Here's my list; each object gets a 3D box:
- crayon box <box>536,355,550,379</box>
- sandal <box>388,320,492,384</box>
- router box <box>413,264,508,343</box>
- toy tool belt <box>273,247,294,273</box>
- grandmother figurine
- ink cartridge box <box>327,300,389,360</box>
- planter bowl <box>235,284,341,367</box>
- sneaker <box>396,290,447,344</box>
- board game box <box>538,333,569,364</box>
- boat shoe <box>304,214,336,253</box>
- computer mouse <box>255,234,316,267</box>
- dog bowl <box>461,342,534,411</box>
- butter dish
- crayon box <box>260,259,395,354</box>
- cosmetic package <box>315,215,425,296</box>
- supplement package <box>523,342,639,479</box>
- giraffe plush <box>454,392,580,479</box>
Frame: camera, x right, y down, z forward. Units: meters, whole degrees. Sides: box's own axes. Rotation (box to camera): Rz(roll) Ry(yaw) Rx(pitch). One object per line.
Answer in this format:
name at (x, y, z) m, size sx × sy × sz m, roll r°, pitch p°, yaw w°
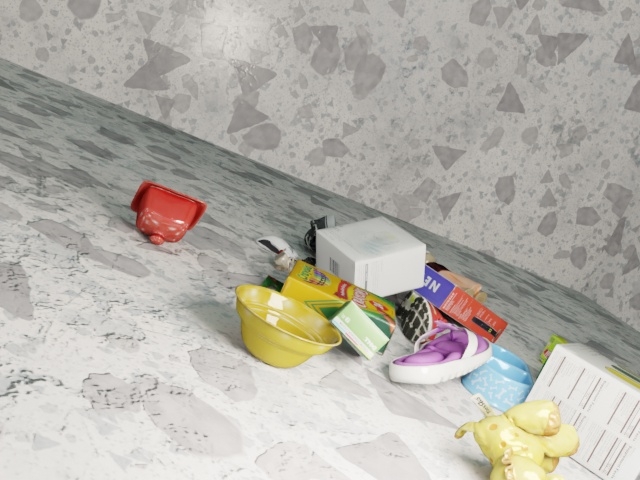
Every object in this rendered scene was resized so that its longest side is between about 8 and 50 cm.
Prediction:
crayon box at (0.743, 0.413, 2.029) m, size 0.278 × 0.081 × 0.165 m, roll 19°, pitch 12°, yaw -24°
sandal at (0.280, 0.231, 1.672) m, size 0.169 × 0.102 × 0.416 m, roll 1°, pitch 5°, yaw 25°
router box at (0.352, 0.150, 2.244) m, size 0.301 × 0.082 × 0.335 m, roll 34°, pitch 3°, yaw -41°
toy tool belt at (-0.096, 0.058, 2.013) m, size 0.051 × 0.052 × 0.083 m, roll 54°, pitch 8°, yaw -14°
grandmother figurine at (0.443, 0.129, 2.680) m, size 0.208 × 0.104 × 0.342 m, roll 27°, pitch 10°, yaw -40°
ink cartridge box at (0.076, 0.180, 1.523) m, size 0.109 × 0.062 × 0.209 m, roll 47°, pitch -5°, yaw 3°
planter bowl at (-0.076, 0.172, 1.384) m, size 0.217 × 0.090 × 0.217 m, roll 26°, pitch 9°, yaw -5°
sneaker at (0.281, 0.206, 1.970) m, size 0.118 × 0.107 × 0.279 m, roll 29°, pitch 11°, yaw -6°
board game box at (0.720, 0.357, 2.213) m, size 0.043 × 0.092 × 0.181 m, roll 20°, pitch 12°, yaw -18°
boat shoe at (0.000, 0.000, 2.354) m, size 0.102 × 0.108 × 0.301 m, roll -7°, pitch 25°, yaw 4°
computer mouse at (-0.099, 0.026, 2.143) m, size 0.193 × 0.042 × 0.106 m, roll 28°, pitch 13°, yaw 17°
dog bowl at (0.428, 0.321, 1.811) m, size 0.166 × 0.074 × 0.297 m, roll 25°, pitch 11°, yaw 6°
butter dish at (-0.366, -0.044, 1.750) m, size 0.160 × 0.118 × 0.160 m, roll 22°, pitch -32°, yaw -17°
crayon box at (0.018, 0.140, 1.765) m, size 0.318 × 0.081 × 0.202 m, roll 24°, pitch 12°, yaw 0°
cosmetic package at (0.135, 0.048, 2.076) m, size 0.224 × 0.138 × 0.224 m, roll -12°, pitch 28°, yaw -26°
supplement package at (0.611, 0.373, 1.634) m, size 0.262 × 0.198 × 0.199 m, roll 32°, pitch 13°, yaw 33°
giraffe plush at (0.328, 0.366, 1.228) m, size 0.210 × 0.181 × 0.170 m, roll 32°, pitch 30°, yaw -20°
